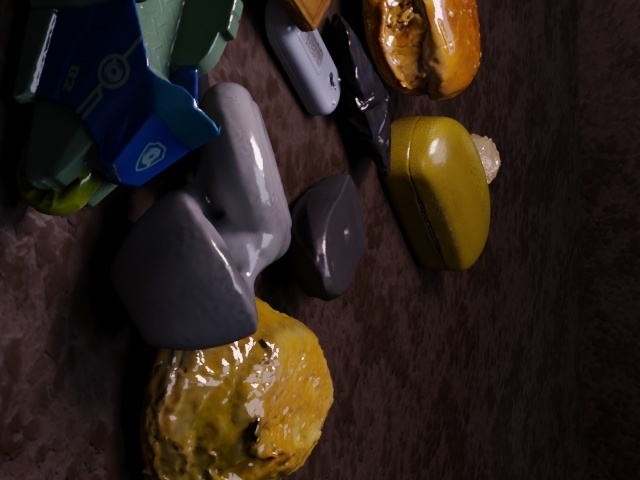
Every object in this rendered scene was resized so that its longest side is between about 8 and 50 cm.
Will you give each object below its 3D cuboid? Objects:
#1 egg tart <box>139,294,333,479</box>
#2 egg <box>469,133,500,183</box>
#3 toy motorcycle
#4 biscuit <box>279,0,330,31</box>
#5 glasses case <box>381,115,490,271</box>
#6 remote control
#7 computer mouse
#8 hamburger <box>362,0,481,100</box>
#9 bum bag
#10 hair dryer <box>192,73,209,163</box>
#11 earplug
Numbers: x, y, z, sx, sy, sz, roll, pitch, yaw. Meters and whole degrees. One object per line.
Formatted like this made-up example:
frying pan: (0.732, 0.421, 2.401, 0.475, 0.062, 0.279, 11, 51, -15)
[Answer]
egg tart: (-0.097, 0.209, 1.538, 0.339, 0.153, 0.351, -67, 148, -33)
egg: (0.306, -0.155, 2.506, 0.140, 0.116, 0.118, -45, 134, -70)
toy motorcycle: (-0.183, -0.176, 1.229, 0.191, 0.200, 0.326, 48, 47, -60)
biscuit: (-0.042, -0.400, 1.688, 0.215, 0.034, 0.182, 64, 22, -24)
glasses case: (0.226, -0.095, 2.290, 0.371, 0.141, 0.173, 63, 36, -50)
remote control: (-0.022, -0.268, 1.799, 0.244, 0.047, 0.087, 57, 37, -56)
computer mouse: (0.000, 0.000, 1.826, 0.269, 0.086, 0.137, -61, 141, -63)
hamburger: (0.174, -0.376, 2.061, 0.314, 0.170, 0.290, -45, 128, -72)
bum bag: (0.073, -0.223, 1.986, 0.310, 0.074, 0.137, 63, 15, -50)
hair dryer: (-0.146, -0.187, 1.509, 0.128, 0.070, 0.255, -60, 152, -49)
earplug: (-0.121, -0.026, 1.405, 0.214, 0.175, 0.325, 72, 32, -56)
